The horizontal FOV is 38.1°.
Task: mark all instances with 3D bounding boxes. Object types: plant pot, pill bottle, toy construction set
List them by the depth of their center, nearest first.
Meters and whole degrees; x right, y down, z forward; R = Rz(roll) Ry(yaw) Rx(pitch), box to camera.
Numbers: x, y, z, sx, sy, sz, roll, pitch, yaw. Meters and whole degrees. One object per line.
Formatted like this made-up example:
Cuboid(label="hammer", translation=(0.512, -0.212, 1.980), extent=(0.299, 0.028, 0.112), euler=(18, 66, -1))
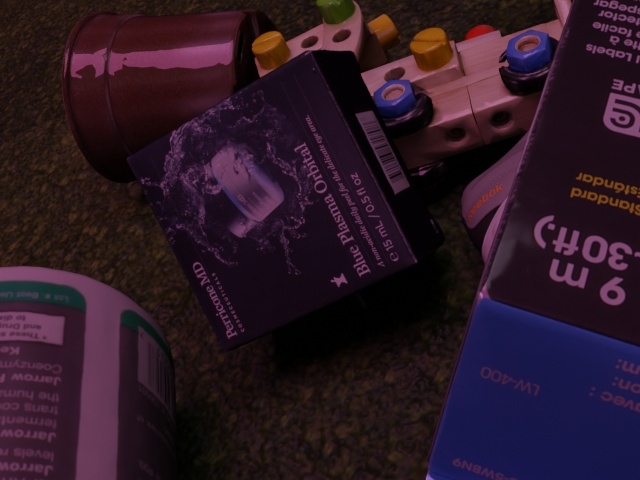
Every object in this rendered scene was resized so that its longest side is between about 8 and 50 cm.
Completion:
Cuboid(label="pill bottle", translation=(-0.180, 0.203, 0.523), extent=(0.204, 0.204, 0.361), euler=(-25, 40, 11))
Cuboid(label="toy construction set", translation=(0.100, -0.156, 0.743), extent=(0.328, 0.151, 0.215), euler=(-29, 39, 24))
Cuboid(label="plant pot", translation=(-0.125, -0.142, 0.871), extent=(0.165, 0.167, 0.167), euler=(-3, 49, 23))

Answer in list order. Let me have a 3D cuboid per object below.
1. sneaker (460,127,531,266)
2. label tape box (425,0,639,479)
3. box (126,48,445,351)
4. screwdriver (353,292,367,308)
Cuboid(label="sneaker", translation=(0.209, -0.075, 0.615), extent=(0.272, 0.100, 0.108), euler=(-33, 34, 2))
Cuboid(label="label tape box", translation=(0.194, 0.039, 0.418), extent=(0.241, 0.106, 0.333), euler=(17, 61, 11))
Cuboid(label="box", translation=(-0.022, -0.028, 0.651), extent=(0.158, 0.156, 0.093), euler=(-27, 1, 22))
Cuboid(label="screwdriver", translation=(0.000, 0.000, 0.742), extent=(0.025, 0.024, 0.170), euler=(-60, 40, 15))
